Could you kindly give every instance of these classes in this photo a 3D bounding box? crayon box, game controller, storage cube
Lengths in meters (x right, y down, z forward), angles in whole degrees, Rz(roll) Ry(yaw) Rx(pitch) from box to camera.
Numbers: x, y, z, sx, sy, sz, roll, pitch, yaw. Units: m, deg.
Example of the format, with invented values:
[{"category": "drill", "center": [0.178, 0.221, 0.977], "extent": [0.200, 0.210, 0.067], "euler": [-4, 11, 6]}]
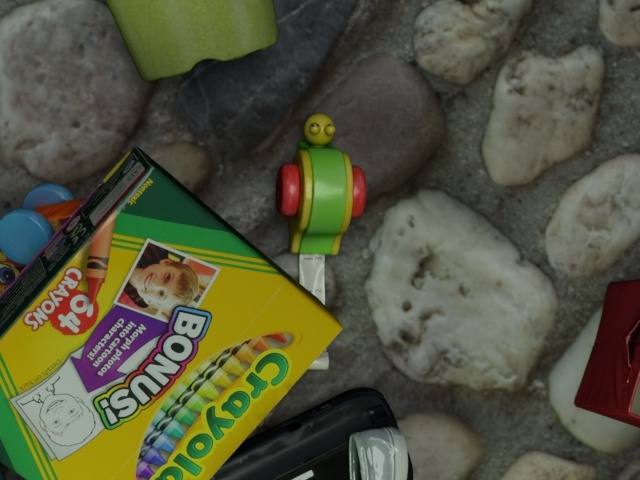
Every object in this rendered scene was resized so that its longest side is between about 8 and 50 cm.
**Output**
[{"category": "crayon box", "center": [-0.209, 0.131, 1.582], "extent": [0.313, 0.106, 0.363], "euler": [41, 91, -27]}, {"category": "game controller", "center": [-0.033, 0.315, 1.748], "extent": [0.319, 0.067, 0.166], "euler": [-24, 108, -16]}, {"category": "storage cube", "center": [0.467, 0.160, 1.793], "extent": [0.215, 0.193, 0.183], "euler": [18, 83, -8]}]

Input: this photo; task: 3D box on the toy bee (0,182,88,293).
[{"category": "toy bee", "center": [-0.336, 0.013, 1.685], "extent": [0.195, 0.298, 0.162], "euler": [-37, 126, -44]}]

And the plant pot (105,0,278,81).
[{"category": "plant pot", "center": [-0.170, -0.338, 1.690], "extent": [0.276, 0.276, 0.254], "euler": [-18, 102, -11]}]

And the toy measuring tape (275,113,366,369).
[{"category": "toy measuring tape", "center": [0.000, 0.000, 1.755], "extent": [0.121, 0.121, 0.330], "euler": [1, 86, -11]}]

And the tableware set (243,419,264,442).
[{"category": "tableware set", "center": [-0.099, 0.289, 1.763], "extent": [0.141, 0.020, 0.168], "euler": [43, 77, -11]}]

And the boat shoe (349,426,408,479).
[{"category": "boat shoe", "center": [0.058, 0.344, 1.718], "extent": [0.081, 0.079, 0.227], "euler": [2, 93, -16]}]

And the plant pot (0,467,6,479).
[{"category": "plant pot", "center": [-0.445, 0.402, 1.564], "extent": [0.293, 0.293, 0.235], "euler": [-31, 117, -11]}]
